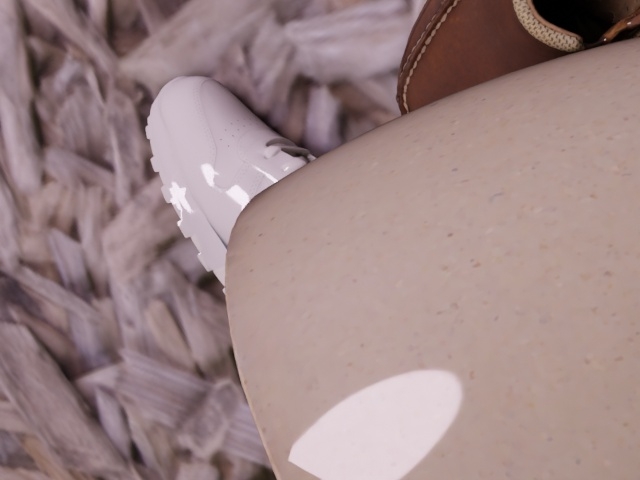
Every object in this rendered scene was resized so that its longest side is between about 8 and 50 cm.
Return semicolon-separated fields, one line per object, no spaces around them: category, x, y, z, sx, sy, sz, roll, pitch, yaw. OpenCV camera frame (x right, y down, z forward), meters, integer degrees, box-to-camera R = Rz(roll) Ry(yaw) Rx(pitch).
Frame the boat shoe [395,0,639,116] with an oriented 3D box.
boat shoe;0.102;-0.113;0.740;0.095;0.095;0.257;48;134;4

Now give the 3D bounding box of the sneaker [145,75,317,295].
sneaker;0.000;0.000;0.889;0.095;0.090;0.235;-43;73;28

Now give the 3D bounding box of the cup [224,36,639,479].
cup;0.160;0.048;0.673;0.237;0.331;0.331;-37;91;21
